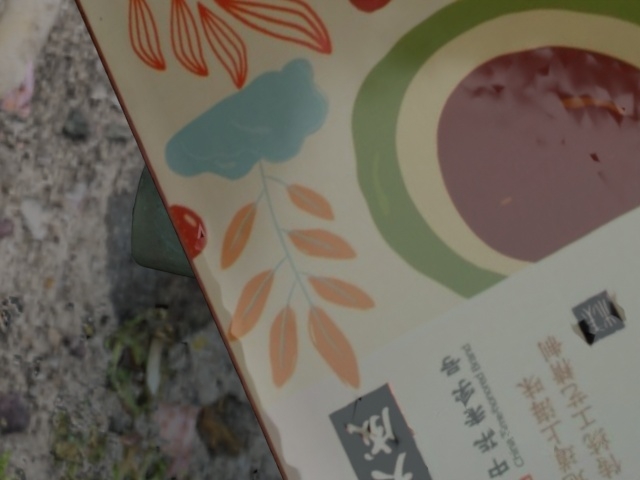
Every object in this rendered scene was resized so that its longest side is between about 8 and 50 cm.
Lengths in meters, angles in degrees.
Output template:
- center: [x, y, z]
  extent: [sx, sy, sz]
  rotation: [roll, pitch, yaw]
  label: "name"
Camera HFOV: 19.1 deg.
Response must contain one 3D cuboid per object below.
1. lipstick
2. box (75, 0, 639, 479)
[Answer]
- center: [0.000, 0.000, 0.940]
  extent: [0.186, 0.057, 0.063]
  rotation: [12, 94, 24]
  label: "lipstick"
- center: [0.104, -0.072, 0.818]
  extent: [0.344, 0.122, 0.385]
  rotation: [-29, 72, 14]
  label: "box"
